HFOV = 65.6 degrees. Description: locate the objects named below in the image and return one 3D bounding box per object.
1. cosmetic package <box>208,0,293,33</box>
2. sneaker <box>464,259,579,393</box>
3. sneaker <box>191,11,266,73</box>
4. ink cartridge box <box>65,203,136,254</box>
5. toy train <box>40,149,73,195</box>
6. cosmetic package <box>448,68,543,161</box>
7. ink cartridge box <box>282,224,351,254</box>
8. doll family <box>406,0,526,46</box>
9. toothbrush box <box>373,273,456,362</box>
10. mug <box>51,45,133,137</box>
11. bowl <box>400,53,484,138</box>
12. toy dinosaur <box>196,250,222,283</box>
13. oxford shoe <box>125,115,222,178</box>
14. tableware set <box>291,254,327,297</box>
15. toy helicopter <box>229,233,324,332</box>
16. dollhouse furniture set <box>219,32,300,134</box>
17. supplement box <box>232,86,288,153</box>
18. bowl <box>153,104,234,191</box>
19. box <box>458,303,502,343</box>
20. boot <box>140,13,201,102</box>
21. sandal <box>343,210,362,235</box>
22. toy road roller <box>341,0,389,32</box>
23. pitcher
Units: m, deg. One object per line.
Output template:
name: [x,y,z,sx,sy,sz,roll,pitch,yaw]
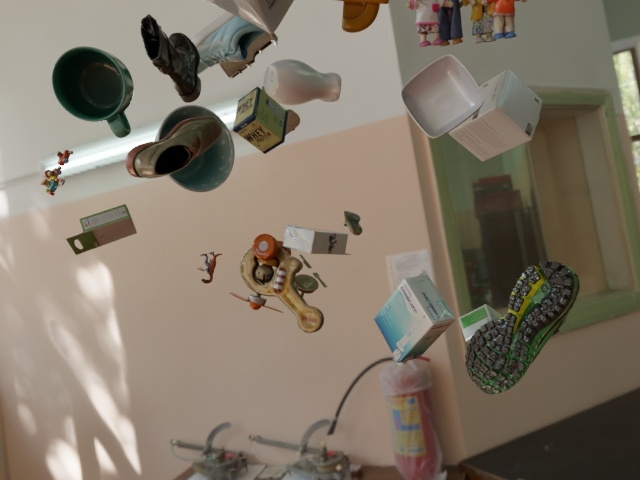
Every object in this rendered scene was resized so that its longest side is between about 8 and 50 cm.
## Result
cosmetic package: [-0.242,-0.849,1.332,0.393,0.328,0.329,31,-2,10]
sneaker: [0.452,0.203,1.089,0.146,0.134,0.344,9,-60,-44]
sneaker: [-0.346,-0.691,1.783,0.365,0.150,0.135,-34,-9,23]
ink cartridge box: [-0.735,-0.037,1.662,0.209,0.062,0.109,-23,-25,-20]
toy train: [-0.862,-0.225,1.617,0.125,0.166,0.046,-38,-47,25]
cosmetic package: [0.495,-0.349,1.409,0.151,0.151,0.183,33,-26,-18]
ink cartridge box: [0.000,0.000,1.348,0.104,0.062,0.181,14,6,39]
doll family: [0.320,-0.532,1.125,0.262,0.163,0.118,-4,16,4]
toothbrush box: [0.362,0.308,1.954,0.126,0.216,0.296,-8,-38,-30]
mug: [-0.423,-0.280,0.943,0.129,0.158,0.097,4,16,-9]
bowl: [0.255,-0.296,1.043,0.142,0.142,0.053,-35,-11,16]
toy dinosaur: [-0.283,0.072,1.263,0.047,0.082,0.090,-17,15,-38]
oxford shoe: [-0.402,-0.271,1.490,0.130,0.123,0.348,16,44,32]
tableware set: [-0.078,0.123,1.721,0.128,0.039,0.194,-5,38,-35]
toy helicopter: [-0.132,0.165,1.579,0.235,0.355,0.140,-46,-21,4]
dollhouse furniture set: [-0.203,-0.657,2.119,0.256,0.394,0.362,-35,15,6]
supplement box: [-0.113,-0.227,0.943,0.056,0.083,0.083,-23,-41,36]
bowl: [-0.493,-0.330,1.847,0.311,0.312,0.163,-6,5,-43]
box: [0.490,0.262,1.491,0.101,0.087,0.102,-35,-47,29]
boot: [-0.414,-0.530,1.360,0.091,0.263,0.229,-21,-22,6]
sandal: [0.117,-0.062,1.896,0.072,0.049,0.180,21,27,-17]
toy road roller: [0.177,-0.788,1.576,0.329,0.241,0.203,6,31,4]
pitcher: [-0.070,-0.460,1.463,0.207,0.126,0.177,-5,15,-34]
